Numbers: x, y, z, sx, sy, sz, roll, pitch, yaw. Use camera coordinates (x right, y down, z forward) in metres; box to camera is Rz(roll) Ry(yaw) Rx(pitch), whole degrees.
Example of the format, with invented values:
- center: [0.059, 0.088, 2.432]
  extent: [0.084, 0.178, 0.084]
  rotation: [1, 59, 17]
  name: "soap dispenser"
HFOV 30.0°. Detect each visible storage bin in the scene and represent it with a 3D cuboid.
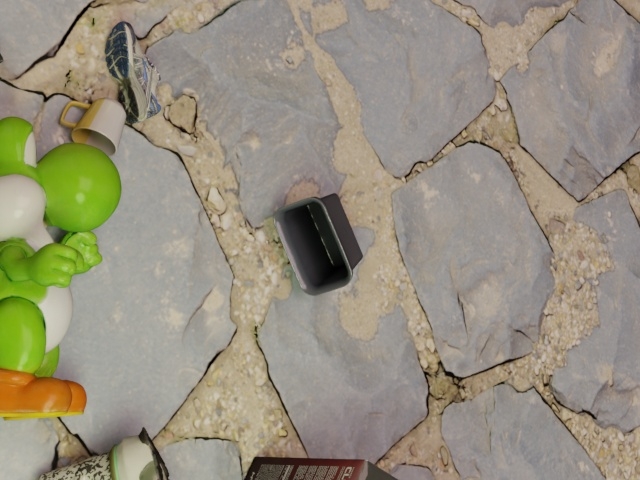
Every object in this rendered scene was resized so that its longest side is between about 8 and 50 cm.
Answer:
- center: [0.000, 0.000, 1.709]
  extent: [0.091, 0.098, 0.135]
  rotation: [-34, 103, -62]
  name: "storage bin"

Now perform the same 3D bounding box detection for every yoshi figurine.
- center: [-0.316, 0.028, 1.427]
  extent: [0.203, 0.203, 0.362]
  rotation: [6, 76, -50]
  name: "yoshi figurine"

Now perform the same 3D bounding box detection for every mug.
- center: [-0.288, -0.155, 1.545]
  extent: [0.078, 0.062, 0.064]
  rotation: [39, 54, -31]
  name: "mug"

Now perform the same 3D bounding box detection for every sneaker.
- center: [-0.247, -0.226, 1.597]
  extent: [0.058, 0.052, 0.135]
  rotation: [-16, 99, -46]
  name: "sneaker"
- center: [-0.249, 0.443, 1.445]
  extent: [0.182, 0.158, 0.410]
  rotation: [-10, 81, -2]
  name: "sneaker"

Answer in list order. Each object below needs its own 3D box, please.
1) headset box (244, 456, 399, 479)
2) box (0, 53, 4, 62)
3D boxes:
- center: [0.050, 0.376, 1.547]
  extent: [0.218, 0.293, 0.110]
  rotation: [35, 64, -25]
  name: "headset box"
- center: [-0.515, -0.245, 1.408]
  extent: [0.233, 0.044, 0.159]
  rotation: [-28, 98, -35]
  name: "box"
